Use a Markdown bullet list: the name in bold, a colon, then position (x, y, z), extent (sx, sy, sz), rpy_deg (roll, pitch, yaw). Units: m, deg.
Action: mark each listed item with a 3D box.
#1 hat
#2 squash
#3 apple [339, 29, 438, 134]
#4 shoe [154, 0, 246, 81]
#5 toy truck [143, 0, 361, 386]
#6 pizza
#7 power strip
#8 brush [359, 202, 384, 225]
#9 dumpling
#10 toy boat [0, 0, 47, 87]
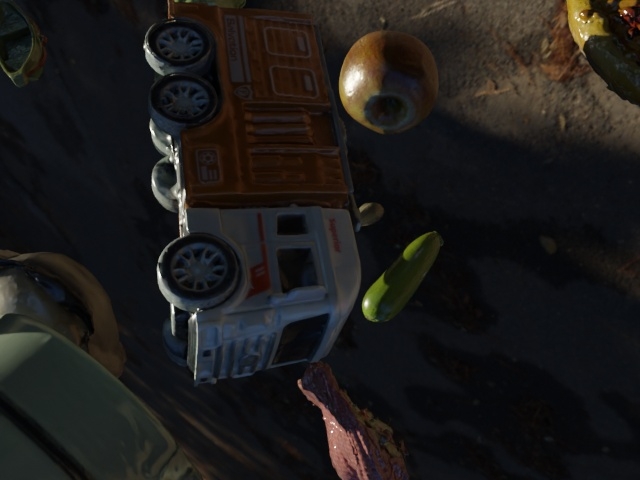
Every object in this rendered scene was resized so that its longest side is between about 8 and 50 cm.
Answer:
- **hat**: position (0.064, 0.298, 1.029), extent (0.286, 0.107, 0.236), rpy_deg (62, 177, 15)
- **squash**: position (0.146, 0.062, 1.234), extent (0.066, 0.201, 0.066), rpy_deg (38, 164, 13)
- **apple**: position (0.142, -0.330, 1.489), extent (0.211, 0.188, 0.211), rpy_deg (4, 137, 4)
- **shoe**: position (-0.171, -0.327, 1.141), extent (0.128, 0.140, 0.262), rpy_deg (36, 120, 6)
- **toy truck**: position (-0.069, -0.057, 0.736), extent (0.207, 0.387, 0.173), rpy_deg (-3, 152, -13)
- **pizza**: position (0.348, -0.258, 0.764), extent (0.161, 0.305, 0.085), rpy_deg (1, 146, 1)
- **power strip**: position (-0.300, 0.252, 0.784), extent (0.357, 0.161, 0.357), rpy_deg (28, 144, 23)
- **brush**: position (0.000, 0.000, 1.279), extent (0.042, 0.299, 0.039), rpy_deg (16, 129, 54)
- **dumpling**: position (-0.390, 0.089, 1.058), extent (0.293, 0.204, 0.163), rpy_deg (40, 122, 7)
- **toy boat**: position (-0.499, -0.322, 1.174), extent (0.071, 0.089, 0.185), rpy_deg (58, -169, -72)
